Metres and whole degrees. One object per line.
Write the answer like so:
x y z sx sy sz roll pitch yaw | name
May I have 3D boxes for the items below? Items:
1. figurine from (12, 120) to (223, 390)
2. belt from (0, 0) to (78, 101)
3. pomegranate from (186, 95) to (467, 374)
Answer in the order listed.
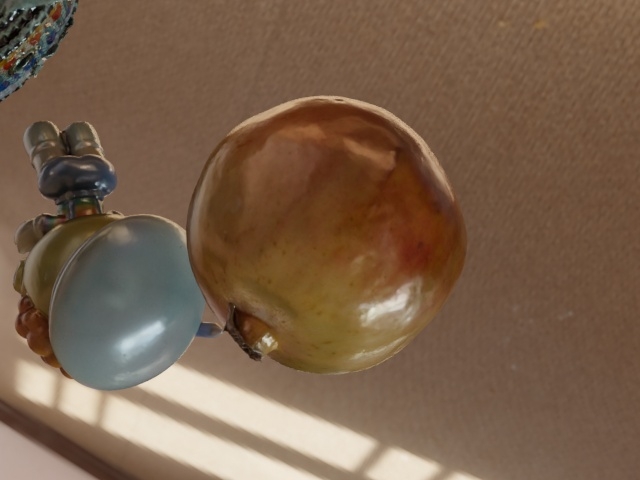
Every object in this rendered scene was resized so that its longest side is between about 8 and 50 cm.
-0.290 -0.007 1.472 0.382 0.224 0.205 53 137 26 | figurine
-0.353 -0.247 1.194 0.207 0.257 0.150 38 170 1 | belt
0.001 -0.002 0.812 0.191 0.191 0.191 22 148 15 | pomegranate
